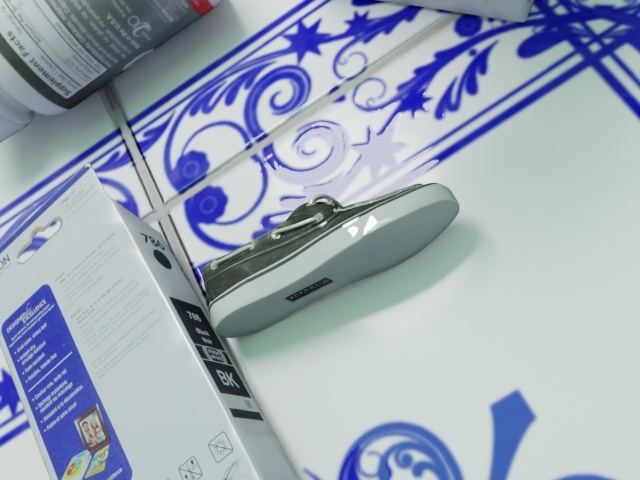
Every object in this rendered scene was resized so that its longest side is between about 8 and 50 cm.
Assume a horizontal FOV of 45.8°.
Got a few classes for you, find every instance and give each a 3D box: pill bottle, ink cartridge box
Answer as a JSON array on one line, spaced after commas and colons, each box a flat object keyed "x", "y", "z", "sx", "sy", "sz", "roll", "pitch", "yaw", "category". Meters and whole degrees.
[{"x": -0.252, "y": -0.226, "z": 0.743, "sx": 0.283, "sy": 0.161, "sz": 0.161, "roll": -33, "pitch": 61, "yaw": 7, "category": "pill bottle"}, {"x": -0.165, "y": 0.106, "z": 0.622, "sx": 0.165, "sy": 0.065, "sz": 0.332, "roll": -40, "pitch": 62, "yaw": 12, "category": "ink cartridge box"}]

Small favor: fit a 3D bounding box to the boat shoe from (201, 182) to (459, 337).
[{"x": 0.000, "y": 0.000, "z": 0.601, "sx": 0.219, "sy": 0.078, "sz": 0.070, "roll": -27, "pitch": 63, "yaw": 12, "category": "boat shoe"}]

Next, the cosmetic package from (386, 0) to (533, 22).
[{"x": 0.069, "y": -0.311, "z": 0.613, "sx": 0.225, "sy": 0.224, "sz": 0.138, "roll": 19, "pitch": 78, "yaw": 27, "category": "cosmetic package"}]
